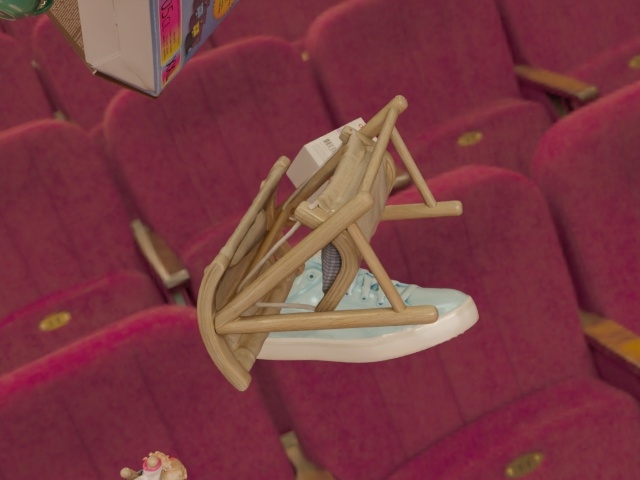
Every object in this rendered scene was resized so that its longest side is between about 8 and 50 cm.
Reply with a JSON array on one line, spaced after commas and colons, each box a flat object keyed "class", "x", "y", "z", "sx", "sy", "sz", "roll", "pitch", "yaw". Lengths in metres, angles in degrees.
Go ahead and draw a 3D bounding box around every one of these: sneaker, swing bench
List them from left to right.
[{"class": "swing bench", "x": 0.000, "y": 0.000, "z": 1.028, "sx": 0.254, "sy": 0.165, "sz": 0.253, "roll": -21, "pitch": 23, "yaw": 24}, {"class": "sneaker", "x": 0.031, "y": 0.080, "z": 1.293, "sx": 0.365, "sy": 0.150, "sz": 0.135, "roll": -7, "pitch": 16, "yaw": 19}]

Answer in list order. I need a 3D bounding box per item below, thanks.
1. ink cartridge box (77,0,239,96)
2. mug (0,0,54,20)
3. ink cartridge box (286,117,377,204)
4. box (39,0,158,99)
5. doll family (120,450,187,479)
[{"class": "ink cartridge box", "x": -0.217, "y": -0.466, "z": 1.485, "sx": 0.151, "sy": 0.270, "sz": 0.395, "roll": 26, "pitch": 59, "yaw": 8}, {"class": "mug", "x": -0.530, "y": -0.431, "z": 1.588, "sx": 0.157, "sy": 0.097, "sz": 0.129, "roll": 19, "pitch": -5, "yaw": -27}, {"class": "ink cartridge box", "x": 0.043, "y": -0.164, "z": 2.057, "sx": 0.176, "sy": 0.128, "sz": 0.127, "roll": -29, "pitch": -12, "yaw": -31}, {"class": "box", "x": -0.463, "y": -0.480, "z": 1.966, "sx": 0.143, "sy": 0.191, "sz": 0.381, "roll": -51, "pitch": 60, "yaw": 14}, {"class": "doll family", "x": -0.230, "y": 0.368, "z": 1.169, "sx": 0.118, "sy": 0.263, "sz": 0.163, "roll": 12, "pitch": 30, "yaw": 31}]
